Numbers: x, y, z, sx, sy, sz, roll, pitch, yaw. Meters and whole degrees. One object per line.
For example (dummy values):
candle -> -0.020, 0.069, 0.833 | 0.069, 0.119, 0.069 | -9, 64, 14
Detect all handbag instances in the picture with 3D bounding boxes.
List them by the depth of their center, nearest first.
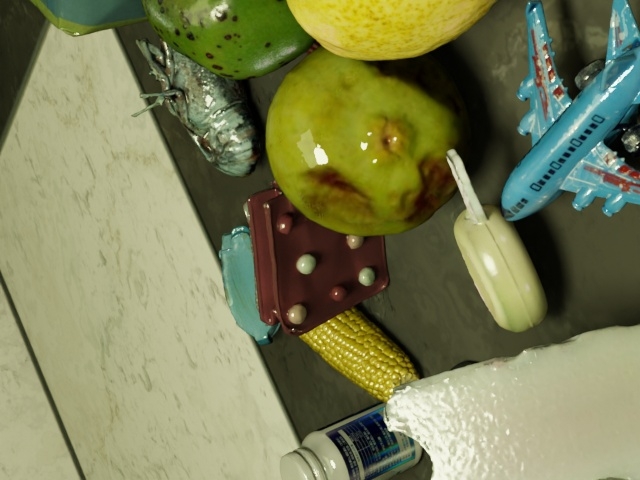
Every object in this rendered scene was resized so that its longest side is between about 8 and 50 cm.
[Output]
handbag -> 0.002, 0.001, 1.522 | 0.074, 0.203, 0.216 | 23, 126, 42
handbag -> -0.372, -0.491, 1.838 | 0.263, 0.222, 0.241 | 49, 139, 31

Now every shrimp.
shrimp -> -0.211, -0.257, 1.755 | 0.372, 0.172, 0.137 | 59, 154, 6

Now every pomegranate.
pomegranate -> -0.095, -0.320, 1.471 | 0.254, 0.254, 0.270 | 45, 176, 37

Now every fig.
fig -> 0.047, -0.123, 1.351 | 0.271, 0.239, 0.239 | -165, 59, -74

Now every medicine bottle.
medicine bottle -> 0.042, 0.306, 1.634 | 0.107, 0.191, 0.107 | 35, 135, 45

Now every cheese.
cheese -> 0.185, -0.002, 1.276 | 0.227, 0.064, 0.137 | 62, -179, -28

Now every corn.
corn -> 0.039, 0.142, 1.652 | 0.260, 0.091, 0.091 | 38, 140, 41

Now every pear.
pear -> 0.078, -0.314, 1.170 | 0.271, 0.271, 0.271 | 35, 135, 45

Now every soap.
soap -> 0.260, 0.170, 1.113 | 0.258, 0.302, 0.159 | -30, 73, 60

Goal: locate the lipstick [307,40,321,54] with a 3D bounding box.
lipstick -> -0.010, -0.261, 1.565 | 0.176, 0.027, 0.027 | 41, 139, 39

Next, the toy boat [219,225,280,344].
toy boat -> -0.108, 0.071, 1.878 | 0.102, 0.088, 0.215 | -87, -14, -76

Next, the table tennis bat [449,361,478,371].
table tennis bat -> 0.217, 0.271, 1.497 | 0.150, 0.027, 0.236 | -2, 104, 58

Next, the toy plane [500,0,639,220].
toy plane -> 0.258, -0.107, 1.136 | 0.254, 0.105, 0.271 | 59, 149, 21
